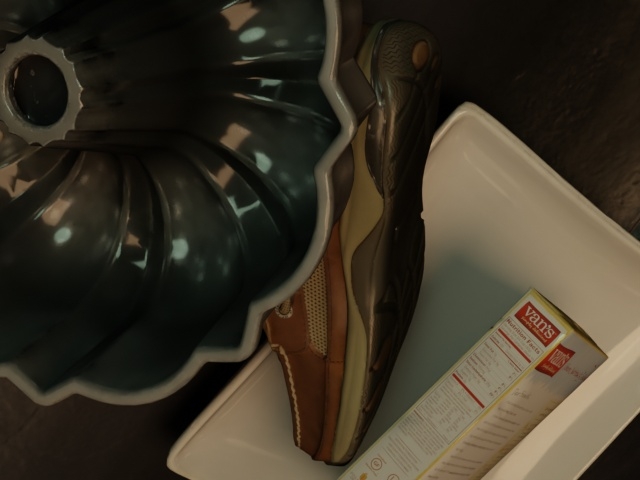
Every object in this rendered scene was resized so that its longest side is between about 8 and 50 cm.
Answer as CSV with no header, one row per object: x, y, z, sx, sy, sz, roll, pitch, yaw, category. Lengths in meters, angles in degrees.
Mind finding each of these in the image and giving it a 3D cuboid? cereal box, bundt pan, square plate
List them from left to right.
-0.118,-0.086,0.644,0.330,0.124,0.331,5,105,20,bundt pan
0.106,0.104,0.962,0.344,0.049,0.347,33,103,-34,square plate
0.097,0.143,0.875,0.240,0.047,0.173,-46,157,6,cereal box

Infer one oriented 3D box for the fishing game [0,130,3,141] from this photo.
-0.245,-0.134,0.511,0.264,0.189,0.041,84,29,-57,fishing game

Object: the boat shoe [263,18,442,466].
0.000,0.000,0.781,0.119,0.122,0.324,14,125,14,boat shoe
